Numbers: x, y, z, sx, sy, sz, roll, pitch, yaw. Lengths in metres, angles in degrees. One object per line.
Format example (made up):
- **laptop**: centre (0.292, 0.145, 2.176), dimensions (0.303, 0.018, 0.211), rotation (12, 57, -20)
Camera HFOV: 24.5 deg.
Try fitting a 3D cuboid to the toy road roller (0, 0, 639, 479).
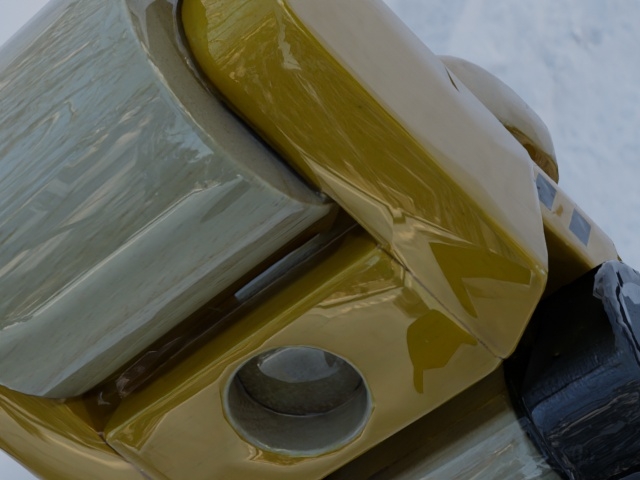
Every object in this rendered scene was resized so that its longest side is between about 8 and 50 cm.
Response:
- **toy road roller**: centre (0.000, 0.000, 0.614), dimensions (0.202, 0.329, 0.241), rotation (-36, 29, 24)
